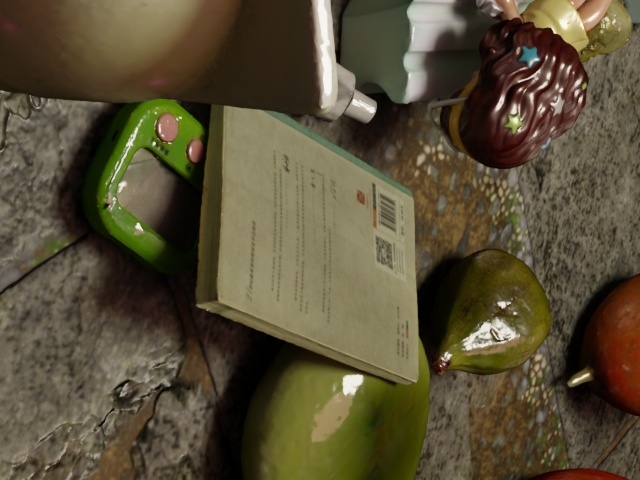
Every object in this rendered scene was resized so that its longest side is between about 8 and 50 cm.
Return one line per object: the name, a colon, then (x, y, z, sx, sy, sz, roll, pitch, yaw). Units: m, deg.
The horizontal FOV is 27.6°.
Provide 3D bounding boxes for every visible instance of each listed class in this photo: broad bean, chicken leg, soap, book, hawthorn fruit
broad bean: (0.017, 0.199, 1.275, 0.238, 0.119, 0.291, 21, 83, -49)
chicken leg: (0.290, -0.262, 1.508, 0.178, 0.070, 0.093, 20, 91, -42)
soap: (0.149, -0.236, 1.328, 0.289, 0.095, 0.173, -11, 109, -46)
book: (0.000, 0.000, 1.171, 0.283, 0.025, 0.215, 28, 54, -43)
hawthorn fruit: (0.424, 0.147, 1.683, 0.251, 0.199, 0.199, -21, 117, -17)

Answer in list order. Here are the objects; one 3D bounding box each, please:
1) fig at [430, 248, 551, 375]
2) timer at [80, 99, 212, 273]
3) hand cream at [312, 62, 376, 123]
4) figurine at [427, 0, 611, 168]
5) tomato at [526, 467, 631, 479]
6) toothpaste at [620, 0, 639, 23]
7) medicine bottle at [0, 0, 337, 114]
fig: (0.159, 0.091, 1.411, 0.185, 0.126, 0.133, -26, 99, -26)
timer: (-0.137, -0.046, 1.095, 0.140, 0.047, 0.128, 41, 66, -45)
hand cream: (-0.047, -0.162, 1.165, 0.257, 0.050, 0.084, 20, 84, -40)
figurine: (0.205, -0.176, 1.246, 0.240, 0.116, 0.175, -60, 137, -17)
tomato: (0.323, 0.447, 1.571, 0.290, 0.293, 0.325, 8, 99, -35)
toothpaste: (0.405, -0.431, 1.574, 0.067, 0.081, 0.336, -14, 110, -45)
medicine bottle: (-0.151, -0.201, 0.765, 0.236, 0.406, 0.235, -15, 110, -46)
